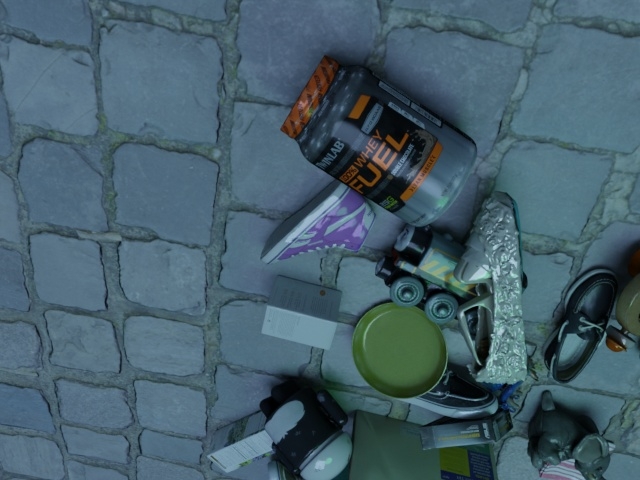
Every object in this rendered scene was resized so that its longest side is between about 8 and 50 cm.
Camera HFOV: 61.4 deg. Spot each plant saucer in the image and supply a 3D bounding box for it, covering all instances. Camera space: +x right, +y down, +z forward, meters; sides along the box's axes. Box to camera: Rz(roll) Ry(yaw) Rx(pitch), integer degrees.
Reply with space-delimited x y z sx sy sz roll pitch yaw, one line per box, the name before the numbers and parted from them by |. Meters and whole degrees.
plant saucer | 0.197 0.271 1.342 0.241 0.037 0.240 1 93 21

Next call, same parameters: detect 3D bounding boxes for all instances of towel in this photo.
towel | 0.727 0.626 1.533 0.144 0.029 0.196 14 121 -1

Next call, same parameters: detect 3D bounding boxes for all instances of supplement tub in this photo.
supplement tub | 0.107 -0.191 1.032 0.338 0.207 0.207 30 120 -10

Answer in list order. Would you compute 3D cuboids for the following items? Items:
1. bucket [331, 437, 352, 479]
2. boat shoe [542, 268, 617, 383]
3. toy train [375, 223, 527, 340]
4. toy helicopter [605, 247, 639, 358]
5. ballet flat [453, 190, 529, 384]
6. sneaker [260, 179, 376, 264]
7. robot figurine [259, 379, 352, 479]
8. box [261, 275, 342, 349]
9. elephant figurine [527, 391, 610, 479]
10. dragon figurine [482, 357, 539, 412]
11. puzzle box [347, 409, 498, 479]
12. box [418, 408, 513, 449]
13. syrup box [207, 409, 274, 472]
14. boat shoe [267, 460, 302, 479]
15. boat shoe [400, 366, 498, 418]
bucket | 0.090 0.738 1.602 0.282 0.183 0.280 3 120 6
boat shoe | 0.618 0.208 1.263 0.115 0.091 0.302 8 121 3
toy train | 0.297 0.088 1.222 0.334 0.142 0.190 26 109 -5
toy helicopter | 0.728 0.193 1.196 0.235 0.140 0.355 -40 129 -4
ballet flat | 0.340 0.109 1.088 0.147 0.147 0.408 -6 100 12
sneaker | 0.000 0.000 1.226 0.282 0.102 0.161 -36 113 25
robot figurine | -0.038 0.514 1.460 0.278 0.174 0.209 46 151 20
box | -0.044 0.175 1.316 0.171 0.130 0.090 15 121 0
elephant figurine | 0.684 0.542 1.418 0.240 0.169 0.185 12 135 8
dragon figurine | 0.443 0.324 1.361 0.289 0.085 0.144 40 117 -17
puzzle box | 0.280 0.624 1.455 0.410 0.272 0.052 14 121 0
box | 0.378 0.481 1.384 0.183 0.231 0.056 -18 73 25
syrup box | -0.216 0.597 1.613 0.237 0.093 0.096 -32 112 23
boat shoe | -0.096 0.796 1.723 0.094 0.109 0.302 -15 127 -1
boat shoe | 0.295 0.362 1.369 0.302 0.108 0.102 8 115 31
